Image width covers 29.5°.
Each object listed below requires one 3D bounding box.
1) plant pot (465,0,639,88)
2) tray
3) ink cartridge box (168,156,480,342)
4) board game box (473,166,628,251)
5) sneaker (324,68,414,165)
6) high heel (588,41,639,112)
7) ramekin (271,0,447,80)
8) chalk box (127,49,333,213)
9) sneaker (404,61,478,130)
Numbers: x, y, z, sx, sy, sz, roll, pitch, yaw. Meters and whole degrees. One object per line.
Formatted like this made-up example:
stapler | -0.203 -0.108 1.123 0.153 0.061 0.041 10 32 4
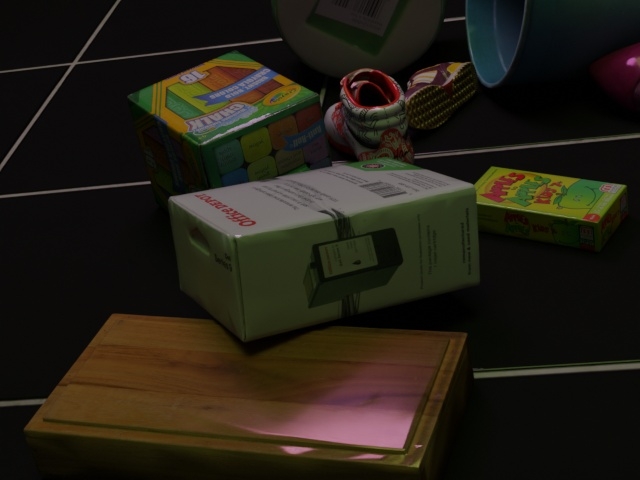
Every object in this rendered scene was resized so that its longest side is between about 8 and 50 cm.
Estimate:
plant pot | 0.376 -0.358 1.795 0.255 0.271 0.271 0 29 -12
tray | -0.069 0.166 1.229 0.411 0.076 0.203 2 33 20
ink cartridge box | 0.000 0.000 1.356 0.289 0.121 0.211 -12 18 -23
board game box | 0.272 -0.041 1.487 0.181 0.043 0.092 11 38 33
sneaker | 0.062 -0.182 1.692 0.090 0.145 0.270 -16 31 -8
high heel | 0.566 -0.295 1.719 0.377 0.127 0.181 -30 46 -23
ramekin | 0.061 -0.400 1.918 0.303 0.303 0.148 -7 38 8
chalk box | -0.099 -0.106 1.585 0.180 0.179 0.289 -26 34 -23
sneaker | 0.155 -0.212 1.798 0.084 0.069 0.185 5 27 41
